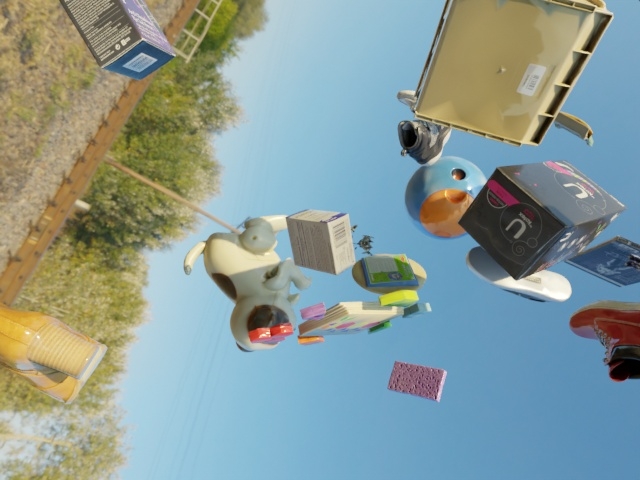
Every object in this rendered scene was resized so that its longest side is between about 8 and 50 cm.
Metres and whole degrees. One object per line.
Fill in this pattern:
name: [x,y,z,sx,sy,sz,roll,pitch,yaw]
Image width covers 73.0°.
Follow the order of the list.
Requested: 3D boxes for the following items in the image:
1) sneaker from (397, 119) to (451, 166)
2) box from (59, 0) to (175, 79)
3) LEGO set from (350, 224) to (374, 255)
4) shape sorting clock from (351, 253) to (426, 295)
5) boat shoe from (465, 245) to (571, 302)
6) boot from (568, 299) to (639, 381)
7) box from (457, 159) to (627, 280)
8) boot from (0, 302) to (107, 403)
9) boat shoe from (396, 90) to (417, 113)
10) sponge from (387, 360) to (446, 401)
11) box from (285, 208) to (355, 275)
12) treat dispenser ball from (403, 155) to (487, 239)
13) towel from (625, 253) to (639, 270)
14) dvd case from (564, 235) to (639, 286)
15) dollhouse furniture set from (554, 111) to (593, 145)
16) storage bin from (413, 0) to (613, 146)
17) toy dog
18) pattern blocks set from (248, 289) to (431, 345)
sneaker: [0.324,-0.361,1.292,0.101,0.153,0.268,34,-68,44]
box: [-0.419,-0.454,0.878,0.108,0.207,0.153,-28,-172,11]
LEGO set: [0.095,-0.001,0.987,0.054,0.083,0.023,-49,174,-25]
shape sorting clock: [0.190,0.094,1.208,0.206,0.206,0.040,-117,-161,-60]
boat shoe: [0.407,0.078,0.918,0.076,0.229,0.080,115,-9,-68]
boot: [0.585,0.209,0.884,0.176,0.088,0.244,-41,-178,-20]
box: [0.435,-0.050,0.848,0.165,0.270,0.143,52,-44,29]
boot: [-0.461,0.161,0.680,0.295,0.211,0.104,-43,-160,54]
boat shoe: [0.355,-0.480,1.545,0.066,0.184,0.063,62,50,-80]
sponge: [0.366,0.534,1.651,0.210,0.031,0.117,0,-125,38]
box: [0.000,0.000,0.980,0.137,0.126,0.072,10,-152,42]
treat dispenser ball: [0.433,-0.145,1.490,0.288,0.288,0.288,-42,-149,34]
towel: [0.806,0.106,0.814,0.336,0.243,0.040,-136,-119,-67]
dvd case: [0.756,0.058,1.094,0.018,0.165,0.221,-63,174,-15]
dollhouse furniture set: [0.922,-0.503,1.622,0.301,0.198,0.151,44,-62,26]
storage bin: [0.338,-0.341,0.816,0.123,0.261,0.262,-69,175,-49]
toy dog: [-0.213,0.153,1.415,0.284,0.396,0.407,-43,-122,42]
pattern blocks set: [0.057,0.150,0.830,0.285,0.325,0.026,-27,-116,29]
